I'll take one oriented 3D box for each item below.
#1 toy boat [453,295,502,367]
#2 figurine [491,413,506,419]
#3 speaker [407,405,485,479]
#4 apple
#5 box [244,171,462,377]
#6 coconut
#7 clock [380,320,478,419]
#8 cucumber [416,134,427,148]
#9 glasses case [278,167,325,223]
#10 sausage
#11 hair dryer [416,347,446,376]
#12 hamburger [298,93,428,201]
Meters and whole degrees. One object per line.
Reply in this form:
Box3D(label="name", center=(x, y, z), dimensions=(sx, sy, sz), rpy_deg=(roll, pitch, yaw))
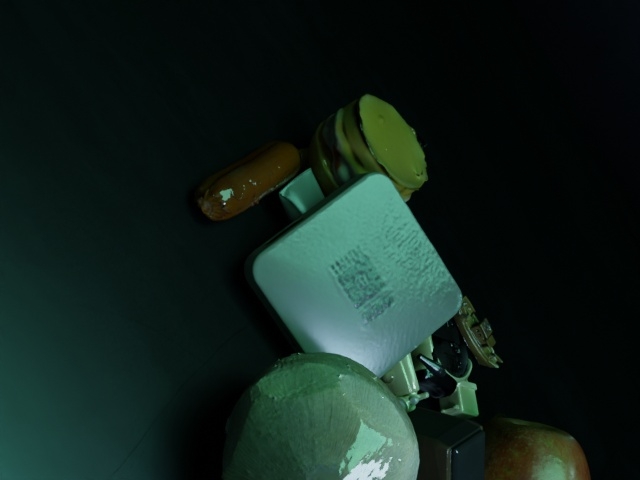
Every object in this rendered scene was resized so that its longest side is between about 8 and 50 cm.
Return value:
Box3D(label="toy boat", center=(0.417, 0.242, 2.161), dimensions=(0.064, 0.072, 0.206), rpy_deg=(-37, 98, -48))
Box3D(label="figurine", center=(0.440, 0.508, 2.057), dimensions=(0.098, 0.082, 0.154), rpy_deg=(18, 55, -18))
Box3D(label="speaker", center=(0.227, 0.484, 1.689), dimensions=(0.153, 0.192, 0.231), rpy_deg=(-13, 106, -49))
Box3D(label="apple", center=(0.446, 0.539, 1.840), dimensions=(0.319, 0.319, 0.277), rpy_deg=(14, 74, -43))
Box3D(label="box", center=(0.075, 0.094, 1.717), dimensions=(0.367, 0.090, 0.373), rpy_deg=(-36, 103, -16))
Box3D(label="coconut", center=(-0.005, 0.371, 1.425), dimensions=(0.346, 0.346, 0.360), rpy_deg=(64, 4, -1))
Box3D(label="clock", center=(0.222, 0.280, 1.898), dimensions=(0.379, 0.120, 0.276), rpy_deg=(18, 55, -42))
Box3D(label="cucumber", center=(0.221, -0.289, 2.245), dimensions=(0.181, 0.053, 0.053), rpy_deg=(25, 53, -40))
Box3D(label="glasses case", center=(-0.001, 0.001, 1.824), dimensions=(0.128, 0.083, 0.308), rpy_deg=(-30, 94, -45))
Box3D(label="sausage", center=(-0.139, -0.132, 1.732), dimensions=(0.102, 0.102, 0.330), rpy_deg=(59, 39, -7))
Box3D(label="hair dryer", center=(0.245, 0.261, 1.833), dimensions=(0.079, 0.031, 0.083), rpy_deg=(39, 24, -18))
Box3D(label="hamburger", center=(0.088, -0.179, 1.903), dimensions=(0.276, 0.237, 0.276), rpy_deg=(35, 39, -35))
